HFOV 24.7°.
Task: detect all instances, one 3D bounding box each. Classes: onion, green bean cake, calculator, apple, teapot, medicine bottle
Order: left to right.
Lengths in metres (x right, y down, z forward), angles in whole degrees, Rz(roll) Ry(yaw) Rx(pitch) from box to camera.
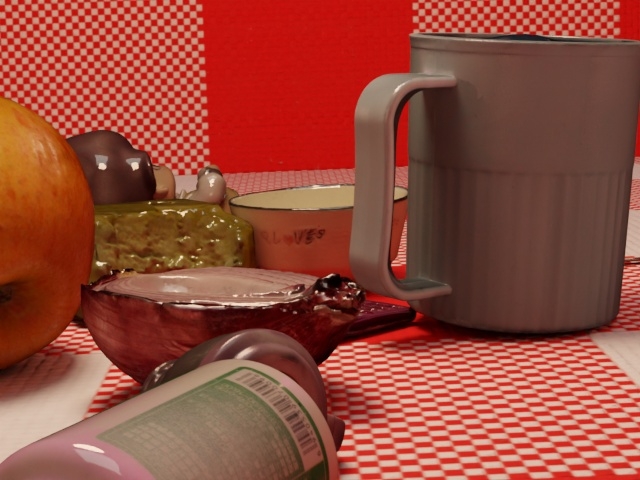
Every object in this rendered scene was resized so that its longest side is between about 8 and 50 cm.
[{"bbox_3d":[-0.362,-0.001,1.468,0.299,0.299,0.275,-7,35,-30],"label":"apple"},{"bbox_3d":[-0.100,0.156,0.804,0.133,0.133,0.274,1,8,24],"label":"medicine bottle"},{"bbox_3d":[-0.218,0.021,1.813,0.236,0.124,0.233,-6,9,-28],"label":"green bean cake"},{"bbox_3d":[-0.076,0.085,1.332,0.283,0.120,0.227,0,6,39],"label":"onion"},{"bbox_3d":[-0.063,0.123,1.111,0.148,0.116,0.146,-14,3,-38],"label":"teapot"},{"bbox_3d":[0.007,0.086,1.624,0.126,0.034,0.190,5,5,44],"label":"calculator"}]

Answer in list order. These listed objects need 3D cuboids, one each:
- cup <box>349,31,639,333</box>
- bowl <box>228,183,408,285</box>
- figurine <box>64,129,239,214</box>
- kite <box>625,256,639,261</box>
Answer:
[{"bbox_3d":[0.206,-0.065,1.589,0.256,0.311,0.331,6,11,24],"label":"cup"},{"bbox_3d":[0.000,0.000,1.890,0.237,0.126,0.238,-2,8,0],"label":"bowl"},{"bbox_3d":[-0.238,-0.066,2.136,0.364,0.206,0.218,-5,8,-22],"label":"figurine"},{"bbox_3d":[0.569,0.017,2.020,0.368,0.014,0.406,-3,8,-10],"label":"kite"}]
